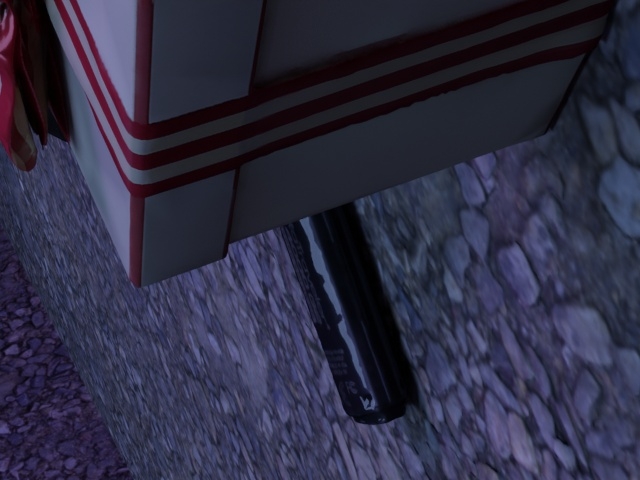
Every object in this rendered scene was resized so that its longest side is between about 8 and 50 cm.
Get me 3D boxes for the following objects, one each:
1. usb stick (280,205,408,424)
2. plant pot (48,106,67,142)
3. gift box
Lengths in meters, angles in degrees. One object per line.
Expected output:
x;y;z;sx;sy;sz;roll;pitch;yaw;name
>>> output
0.000;0.000;1.023;0.077;0.045;0.278;-13;97;69;usb stick
-0.083;-0.149;0.894;0.167;0.187;0.188;36;149;32;plant pot
-0.042;-0.158;0.615;0.276;0.258;0.255;60;160;26;gift box
